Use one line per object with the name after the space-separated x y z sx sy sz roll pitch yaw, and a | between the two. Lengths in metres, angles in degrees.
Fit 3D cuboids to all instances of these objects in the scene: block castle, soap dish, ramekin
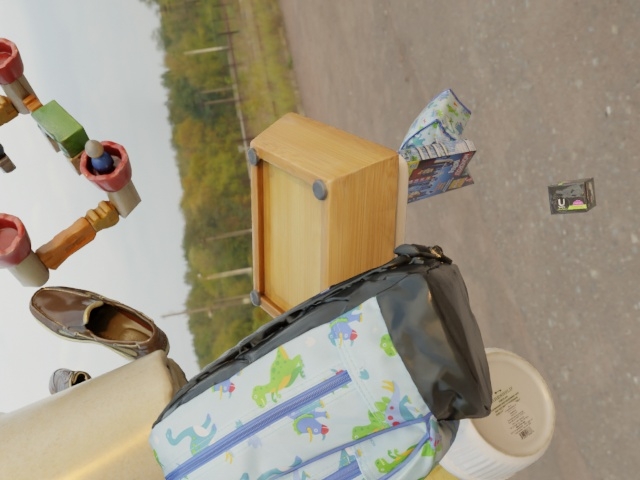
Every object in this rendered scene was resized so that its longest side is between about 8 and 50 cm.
-0.578 -0.160 1.264 0.453 0.303 0.213 41 160 23 | block castle
0.000 0.000 0.899 0.229 0.118 0.291 32 129 48 | soap dish
0.267 0.266 1.080 0.109 0.207 0.207 129 135 -55 | ramekin

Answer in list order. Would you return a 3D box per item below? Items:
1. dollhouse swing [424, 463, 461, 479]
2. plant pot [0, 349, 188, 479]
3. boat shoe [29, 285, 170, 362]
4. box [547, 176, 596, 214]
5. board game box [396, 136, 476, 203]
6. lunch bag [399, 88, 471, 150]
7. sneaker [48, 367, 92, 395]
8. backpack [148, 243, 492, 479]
0.262 0.681 1.456 0.305 0.346 0.315 51 -171 -16 | dollhouse swing
-0.301 0.325 0.963 0.334 0.305 0.334 59 172 14 | plant pot
-0.372 0.125 1.145 0.095 0.257 0.095 93 -164 -59 | boat shoe
0.427 -0.075 1.166 0.083 0.062 0.052 -17 -80 -57 | box
0.220 -0.141 1.340 0.194 0.194 0.060 109 146 -65 | board game box
0.229 -0.223 1.450 0.096 0.151 0.129 46 -136 -17 | lunch bag
-0.417 0.251 1.188 0.188 0.066 0.071 27 102 52 | sneaker
-0.002 0.178 0.706 0.290 0.355 0.274 5 -113 -76 | backpack
